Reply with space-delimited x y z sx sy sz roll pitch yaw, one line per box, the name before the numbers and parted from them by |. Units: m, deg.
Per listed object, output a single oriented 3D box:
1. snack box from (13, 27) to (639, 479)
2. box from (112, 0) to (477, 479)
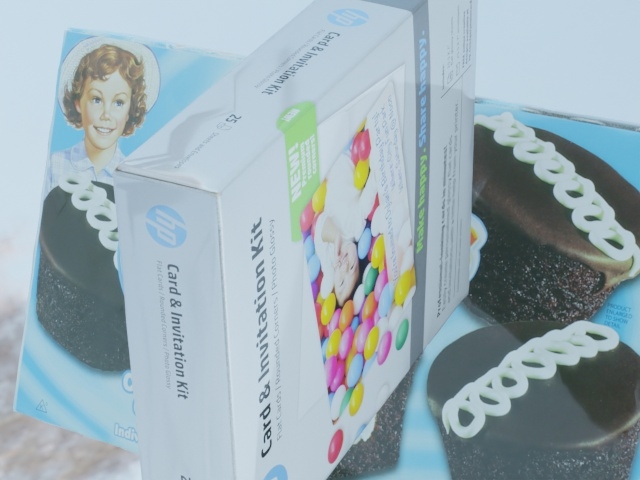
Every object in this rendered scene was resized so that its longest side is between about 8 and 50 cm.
snack box | 0.012 0.022 0.767 0.322 0.060 0.187 13 -82 33
box | 0.000 0.000 0.585 0.038 0.186 0.145 14 -56 24
